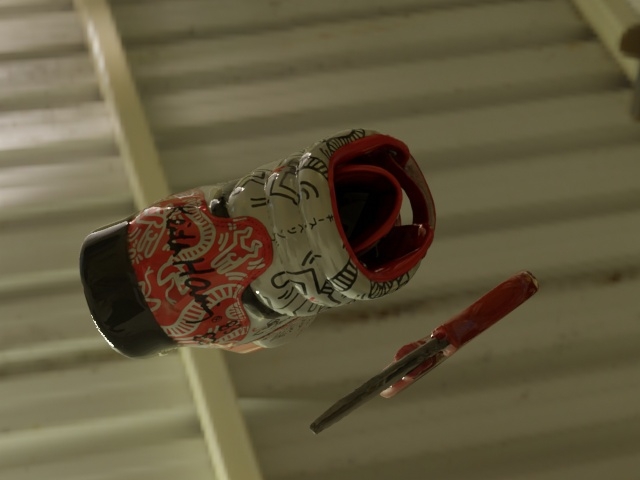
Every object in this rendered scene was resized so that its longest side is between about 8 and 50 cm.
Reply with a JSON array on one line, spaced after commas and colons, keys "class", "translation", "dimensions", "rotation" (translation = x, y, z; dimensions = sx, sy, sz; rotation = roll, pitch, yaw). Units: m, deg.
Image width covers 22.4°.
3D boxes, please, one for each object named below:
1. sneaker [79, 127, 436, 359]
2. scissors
[{"class": "sneaker", "translation": [0.000, 0.001, 0.836], "dimensions": [0.145, 0.090, 0.270], "rotation": [-18, 177, 20]}, {"class": "scissors", "translation": [0.057, 0.048, 0.790], "dimensions": [0.109, 0.297, 0.021], "rotation": [-35, -98, 7]}]
